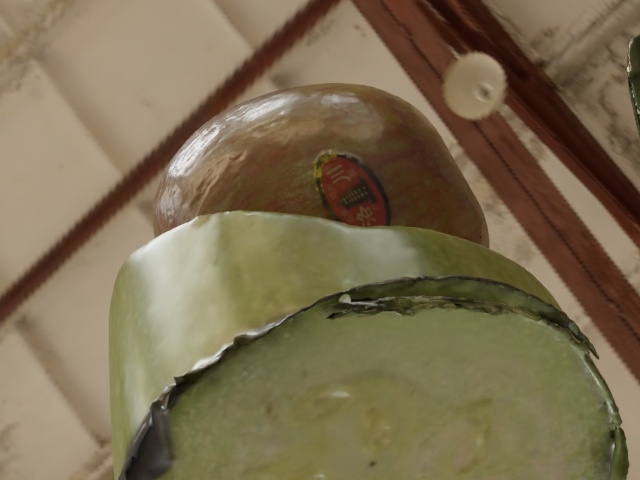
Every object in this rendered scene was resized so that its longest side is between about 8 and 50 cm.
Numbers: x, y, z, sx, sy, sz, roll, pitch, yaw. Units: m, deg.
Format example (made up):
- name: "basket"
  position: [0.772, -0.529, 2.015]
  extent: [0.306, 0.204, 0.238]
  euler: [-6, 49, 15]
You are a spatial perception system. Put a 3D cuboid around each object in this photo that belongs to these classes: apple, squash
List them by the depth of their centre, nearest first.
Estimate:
- name: "squash"
  position: [0.018, 0.077, 0.664]
  extent: [0.220, 0.220, 0.133]
  euler: [-33, -149, 18]
- name: "apple"
  position: [0.000, 0.000, 1.005]
  extent: [0.188, 0.211, 0.211]
  euler: [-32, -115, -21]

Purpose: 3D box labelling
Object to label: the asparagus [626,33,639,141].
- name: "asparagus"
  position: [0.189, -0.069, 0.876]
  extent: [0.021, 0.025, 0.108]
  euler: [-34, -122, 48]
